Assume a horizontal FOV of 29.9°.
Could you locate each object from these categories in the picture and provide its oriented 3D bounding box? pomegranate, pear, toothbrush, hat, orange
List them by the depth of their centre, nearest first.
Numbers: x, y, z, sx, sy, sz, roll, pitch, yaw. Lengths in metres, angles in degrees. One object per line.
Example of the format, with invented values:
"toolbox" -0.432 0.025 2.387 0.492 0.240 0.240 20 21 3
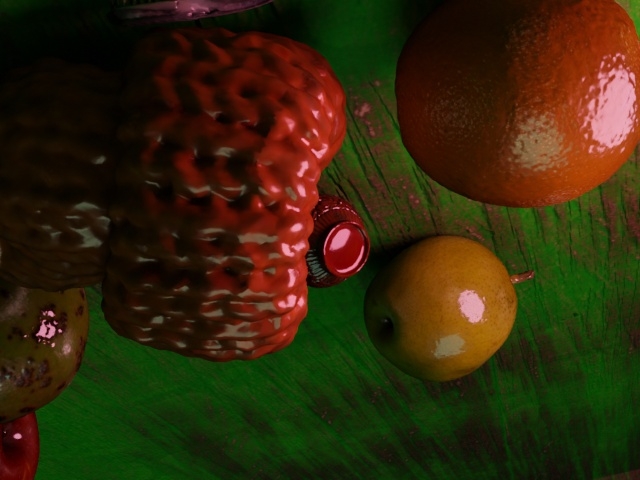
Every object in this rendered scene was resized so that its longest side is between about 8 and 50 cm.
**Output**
"toothbrush" 0.042 -0.210 0.904 0.413 0.042 0.035 -10 -169 -3
"hat" -0.183 -0.070 0.935 0.400 0.285 0.285 17 151 -2
"orange" 0.159 -0.119 0.964 0.206 0.206 0.206 -9 154 -4
"pomegranate" -0.330 0.062 1.139 0.211 0.211 0.263 -8 143 -5
"pear" 0.159 0.073 1.413 0.216 0.166 0.180 -21 149 -32

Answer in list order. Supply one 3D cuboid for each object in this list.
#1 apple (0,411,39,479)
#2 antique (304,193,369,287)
"apple" -0.453 0.251 1.460 0.201 0.218 0.218 -14 154 7
"antique" 0.000 0.000 1.252 0.104 0.104 0.104 -9 154 -4
